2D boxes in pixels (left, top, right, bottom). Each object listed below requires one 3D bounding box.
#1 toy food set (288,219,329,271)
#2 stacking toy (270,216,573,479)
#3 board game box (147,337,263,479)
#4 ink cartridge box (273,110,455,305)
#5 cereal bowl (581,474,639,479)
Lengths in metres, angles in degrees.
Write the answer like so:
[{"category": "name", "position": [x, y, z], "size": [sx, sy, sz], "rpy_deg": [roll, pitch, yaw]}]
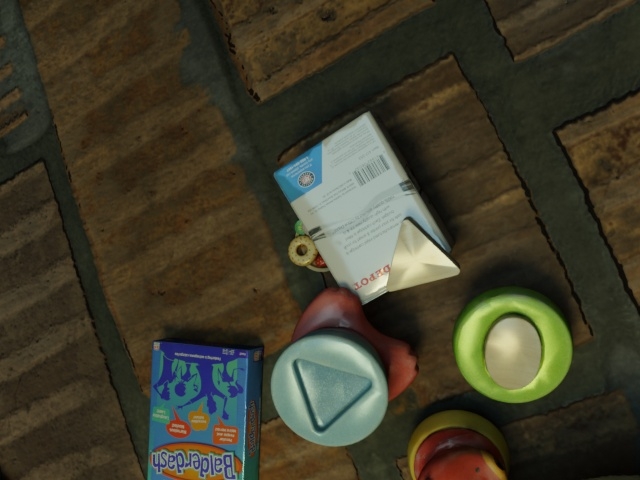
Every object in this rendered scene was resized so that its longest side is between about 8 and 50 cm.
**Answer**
[{"category": "toy food set", "position": [0.000, 0.000, 0.900], "size": [0.083, 0.020, 0.083], "rpy_deg": [19, 95, 24]}, {"category": "stacking toy", "position": [0.114, 0.154, 0.731], "size": [0.309, 0.130, 0.280], "rpy_deg": [34, 107, 4]}, {"category": "board game box", "position": [-0.162, 0.248, 0.946], "size": [0.160, 0.047, 0.210], "rpy_deg": [1, 89, 24]}, {"category": "ink cartridge box", "position": [0.055, -0.038, 0.823], "size": [0.139, 0.082, 0.191], "rpy_deg": [-31, 89, 16]}, {"category": "cereal bowl", "position": [0.297, 0.381, 0.662], "size": [0.338, 0.141, 0.339], "rpy_deg": [1, 96, 5]}]
